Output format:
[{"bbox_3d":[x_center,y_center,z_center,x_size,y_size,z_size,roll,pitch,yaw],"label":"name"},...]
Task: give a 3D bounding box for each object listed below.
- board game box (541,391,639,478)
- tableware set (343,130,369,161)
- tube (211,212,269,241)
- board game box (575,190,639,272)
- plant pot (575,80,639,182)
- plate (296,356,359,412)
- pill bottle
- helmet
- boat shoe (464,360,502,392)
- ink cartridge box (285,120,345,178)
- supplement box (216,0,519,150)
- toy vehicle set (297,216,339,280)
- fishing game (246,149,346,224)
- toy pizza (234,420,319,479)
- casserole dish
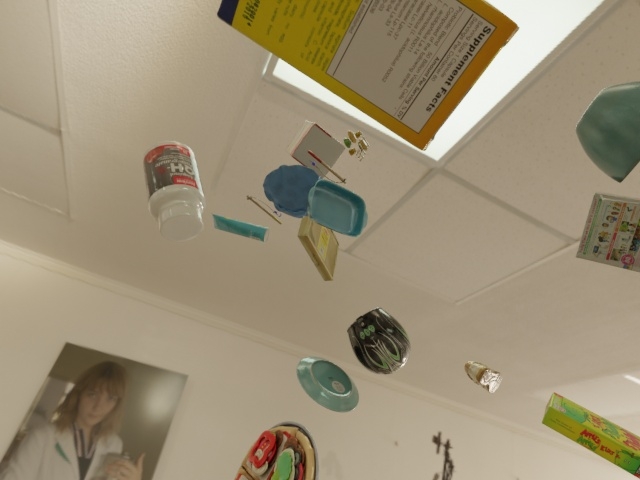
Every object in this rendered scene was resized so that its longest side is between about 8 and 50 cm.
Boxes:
[{"bbox_3d":[0.544,0.380,0.798,0.181,0.043,0.092,25,14,31],"label":"board game box"},{"bbox_3d":[0.122,-0.337,1.407,0.024,0.154,0.104,-24,-66,33],"label":"tableware set"},{"bbox_3d":[-0.285,-0.043,1.430,0.207,0.052,0.080,14,-44,8],"label":"tube"},{"bbox_3d":[1.004,-0.017,1.268,0.303,0.097,0.224,18,-68,34],"label":"board game box"},{"bbox_3d":[0.886,-0.344,1.187,0.195,0.290,0.290,39,-27,24],"label":"plant pot"},{"bbox_3d":[0.025,0.370,1.070,0.188,0.188,0.024,24,-71,-16],"label":"plate"},{"bbox_3d":[-0.474,-0.159,1.322,0.176,0.319,0.176,-16,-33,-11],"label":"pill bottle"},{"bbox_3d":[0.164,0.281,1.098,0.169,0.161,0.169,-28,-26,-15],"label":"helmet"},{"bbox_3d":[0.436,0.360,1.087,0.059,0.063,0.170,29,-9,47],"label":"boat shoe"},{"bbox_3d":[-0.022,-0.299,1.319,0.128,0.176,0.127,33,-81,-21],"label":"ink cartridge box"},{"bbox_3d":[0.070,-0.332,0.596,0.356,0.195,0.194,32,-53,-4],"label":"supplement box"},{"bbox_3d":[0.000,0.000,1.408,0.035,0.166,0.267,-4,-39,21],"label":"toy vehicle set"},{"bbox_3d":[-0.062,-0.137,1.107,0.189,0.041,0.264,36,-49,-27],"label":"fishing game"},{"bbox_3d":[-0.081,0.361,0.586,0.032,0.201,0.201,40,-43,-25],"label":"toy pizza"},{"bbox_3d":[0.038,-0.076,0.997,0.188,0.114,0.037,21,-18,-32],"label":"casserole dish"}]
